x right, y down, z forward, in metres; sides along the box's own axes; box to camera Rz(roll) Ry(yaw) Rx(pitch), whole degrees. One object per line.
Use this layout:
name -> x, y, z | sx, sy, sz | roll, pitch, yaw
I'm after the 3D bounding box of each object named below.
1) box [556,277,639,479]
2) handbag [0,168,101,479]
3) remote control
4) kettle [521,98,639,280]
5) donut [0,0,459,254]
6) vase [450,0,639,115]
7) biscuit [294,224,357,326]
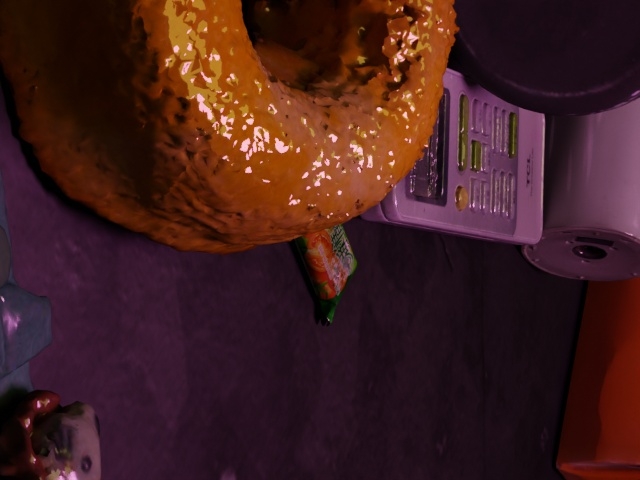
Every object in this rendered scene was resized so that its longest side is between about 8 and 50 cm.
box -> 0.323, 0.154, 1.478 | 0.341, 0.143, 0.225 | 49, 48, -50
handbag -> -0.163, 0.122, 0.572 | 0.274, 0.100, 0.269 | -35, 120, -57
remote control -> 0.088, -0.053, 1.132 | 0.250, 0.034, 0.103 | 10, 81, -62
kettle -> 0.208, -0.049, 1.301 | 0.127, 0.098, 0.148 | 40, 52, -50
donut -> -0.039, -0.110, 0.814 | 0.253, 0.118, 0.253 | 2, 87, -48
vase -> 0.191, -0.202, 1.201 | 0.321, 0.173, 0.173 | -44, 129, -65
biscuit -> 0.000, 0.000, 0.980 | 0.046, 0.016, 0.089 | -62, 142, -41
